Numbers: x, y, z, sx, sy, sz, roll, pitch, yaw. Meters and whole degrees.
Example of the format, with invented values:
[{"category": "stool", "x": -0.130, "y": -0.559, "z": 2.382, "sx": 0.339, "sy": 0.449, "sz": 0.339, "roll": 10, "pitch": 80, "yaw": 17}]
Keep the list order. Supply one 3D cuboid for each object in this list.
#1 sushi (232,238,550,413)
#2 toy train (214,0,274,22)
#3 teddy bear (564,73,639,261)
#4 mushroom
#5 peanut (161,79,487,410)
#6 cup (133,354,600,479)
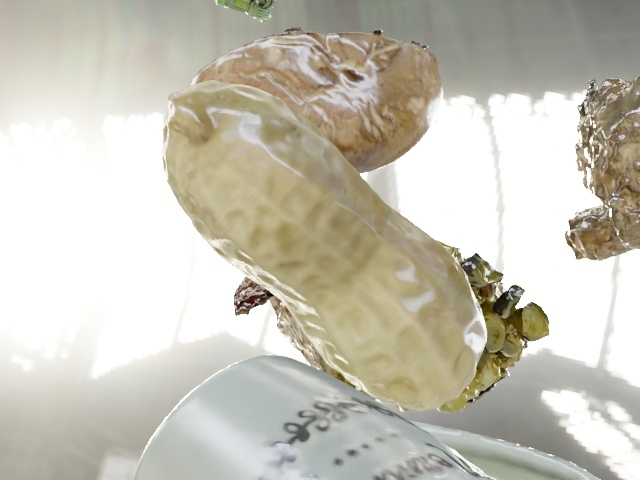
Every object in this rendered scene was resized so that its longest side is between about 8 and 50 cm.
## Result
[{"category": "sushi", "x": 0.063, "y": 0.063, "z": 1.231, "sx": 0.296, "sy": 0.167, "sz": 0.179, "roll": 42, "pitch": -2, "yaw": -35}, {"category": "toy train", "x": -0.067, "y": -0.215, "z": 1.226, "sx": 0.056, "sy": 0.038, "sz": 0.093, "roll": 15, "pitch": 18, "yaw": -22}, {"category": "teddy bear", "x": 0.289, "y": -0.092, "z": 1.313, "sx": 0.222, "sy": 0.246, "sz": 0.296, "roll": 26, "pitch": 15, "yaw": -30}, {"category": "mushroom", "x": -0.005, "y": -0.133, "z": 1.622, "sx": 0.285, "sy": 0.151, "sz": 0.156, "roll": -4, "pitch": -31, "yaw": 3}, {"category": "peanut", "x": 0.000, "y": 0.000, "z": 1.051, "sx": 0.298, "sy": 0.120, "sz": 0.136, "roll": 45, "pitch": -6, "yaw": -16}, {"category": "cup", "x": 0.045, "y": 0.170, "z": 0.809, "sx": 0.234, "sy": 0.258, "sz": 0.186, "roll": 42, "pitch": -44, "yaw": 34}]
